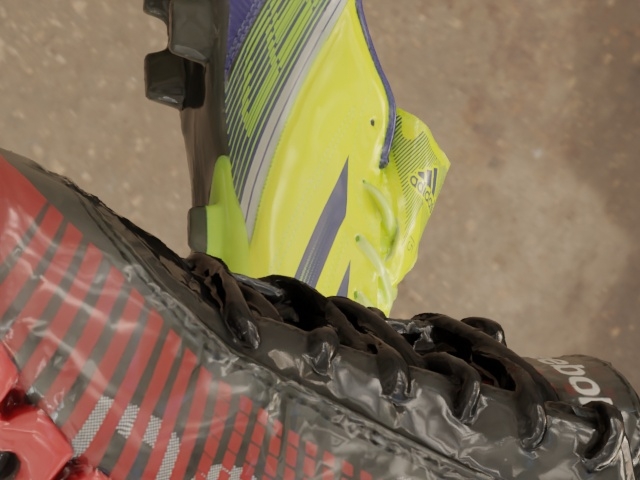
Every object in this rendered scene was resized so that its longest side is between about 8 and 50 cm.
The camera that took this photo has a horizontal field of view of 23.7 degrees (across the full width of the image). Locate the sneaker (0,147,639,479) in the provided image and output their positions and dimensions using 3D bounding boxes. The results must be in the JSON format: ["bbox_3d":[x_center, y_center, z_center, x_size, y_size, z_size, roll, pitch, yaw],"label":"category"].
[{"bbox_3d":[0.003,0.053,0.379,0.135,0.097,0.276,-44,118,-1],"label":"sneaker"}]

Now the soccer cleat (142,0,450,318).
[{"bbox_3d":[0.000,-0.001,0.584,0.121,0.093,0.289,0,75,-18],"label":"soccer cleat"}]
